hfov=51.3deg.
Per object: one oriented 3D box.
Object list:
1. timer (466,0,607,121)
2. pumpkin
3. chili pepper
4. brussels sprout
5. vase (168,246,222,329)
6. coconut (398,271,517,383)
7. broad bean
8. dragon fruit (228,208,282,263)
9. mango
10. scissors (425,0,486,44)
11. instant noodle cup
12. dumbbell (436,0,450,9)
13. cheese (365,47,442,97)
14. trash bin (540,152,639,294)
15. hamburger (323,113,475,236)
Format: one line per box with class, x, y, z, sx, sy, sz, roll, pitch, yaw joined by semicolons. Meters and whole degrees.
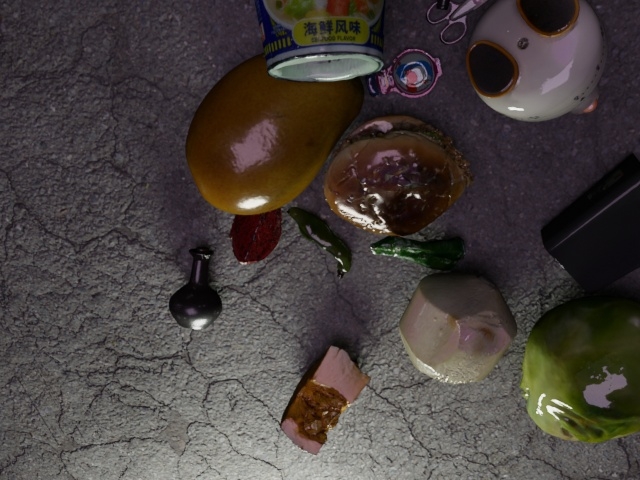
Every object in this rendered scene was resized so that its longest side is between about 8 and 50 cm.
timer;0.383;-0.320;1.170;0.234;0.240;0.233;0;90;33
pumpkin;0.009;0.360;1.553;0.131;0.126;0.248;37;96;3
chili pepper;0.186;0.023;1.332;0.227;0.059;0.088;5;133;-34
brussels sprout;0.550;0.264;1.313;0.344;0.268;0.344;5;125;7
vase;-0.277;0.105;1.508;0.120;0.120;0.182;10;99;7
coconut;0.281;0.168;1.358;0.241;0.241;0.241;4;113;10
broad bean;0.008;-0.002;1.435;0.061;0.046;0.195;-33;104;19
dragon fruit;-0.137;-0.028;1.441;0.106;0.083;0.162;18;92;49
mango;-0.092;-0.216;1.278;0.378;0.221;0.263;-38;96;12
scissors;0.280;-0.435;1.212;0.176;0.022;0.085;-33;101;24
instant noodle cup;-0.003;-0.429;1.082;0.284;0.284;0.312;-4;92;13
dumbbell;0.234;-0.552;1.106;0.143;0.143;0.325;11;114;7
cheese;0.159;-0.315;1.277;0.145;0.038;0.095;-13;109;15
trash bin;0.564;-0.024;1.281;0.165;0.115;0.225;43;117;-9
hamburger;0.148;-0.117;1.296;0.286;0.146;0.243;-6;131;1
